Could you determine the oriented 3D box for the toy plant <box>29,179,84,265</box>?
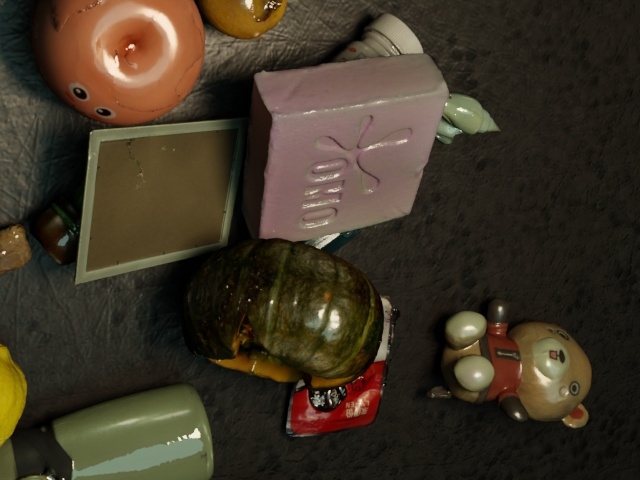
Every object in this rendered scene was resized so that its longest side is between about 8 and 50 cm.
[{"bbox_3d":[-0.338,-0.039,1.340,0.162,0.093,0.093,-40,119,-11],"label":"toy plant"}]

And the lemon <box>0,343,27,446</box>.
[{"bbox_3d":[-0.511,0.229,1.285,0.180,0.180,0.193,28,71,-30],"label":"lemon"}]

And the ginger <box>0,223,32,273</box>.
[{"bbox_3d":[-0.529,0.073,1.279,0.290,0.084,0.122,-39,114,-13],"label":"ginger"}]

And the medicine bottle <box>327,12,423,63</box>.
[{"bbox_3d":[0.073,-0.274,1.476,0.168,0.105,0.105,-45,119,-9],"label":"medicine bottle"}]

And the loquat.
[{"bbox_3d":[-0.115,-0.362,1.338,0.141,0.141,0.141,-8,108,-25],"label":"loquat"}]

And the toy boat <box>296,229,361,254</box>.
[{"bbox_3d":[0.000,0.000,1.547,0.141,0.060,0.055,-35,119,-5],"label":"toy boat"}]

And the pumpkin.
[{"bbox_3d":[-0.054,0.116,1.414,0.320,0.320,0.192,26,67,-30],"label":"pumpkin"}]

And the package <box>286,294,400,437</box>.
[{"bbox_3d":[0.043,0.221,1.632,0.194,0.071,0.270,3,114,-21],"label":"package"}]

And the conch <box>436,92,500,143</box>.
[{"bbox_3d":[0.241,-0.218,1.610,0.180,0.088,0.065,18,52,-24],"label":"conch"}]

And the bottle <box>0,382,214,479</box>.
[{"bbox_3d":[-0.344,0.333,1.406,0.346,0.168,0.169,-11,109,-21],"label":"bottle"}]

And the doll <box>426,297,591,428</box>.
[{"bbox_3d":[0.361,0.244,1.737,0.329,0.235,0.174,9,143,-21],"label":"doll"}]

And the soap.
[{"bbox_3d":[0.029,-0.138,1.409,0.285,0.107,0.296,-14,145,-18],"label":"soap"}]

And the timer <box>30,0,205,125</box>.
[{"bbox_3d":[-0.271,-0.270,1.235,0.229,0.215,0.230,-8,109,-25],"label":"timer"}]

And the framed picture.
[{"bbox_3d":[-0.232,-0.066,1.352,0.293,0.018,0.231,-14,124,-48],"label":"framed picture"}]
